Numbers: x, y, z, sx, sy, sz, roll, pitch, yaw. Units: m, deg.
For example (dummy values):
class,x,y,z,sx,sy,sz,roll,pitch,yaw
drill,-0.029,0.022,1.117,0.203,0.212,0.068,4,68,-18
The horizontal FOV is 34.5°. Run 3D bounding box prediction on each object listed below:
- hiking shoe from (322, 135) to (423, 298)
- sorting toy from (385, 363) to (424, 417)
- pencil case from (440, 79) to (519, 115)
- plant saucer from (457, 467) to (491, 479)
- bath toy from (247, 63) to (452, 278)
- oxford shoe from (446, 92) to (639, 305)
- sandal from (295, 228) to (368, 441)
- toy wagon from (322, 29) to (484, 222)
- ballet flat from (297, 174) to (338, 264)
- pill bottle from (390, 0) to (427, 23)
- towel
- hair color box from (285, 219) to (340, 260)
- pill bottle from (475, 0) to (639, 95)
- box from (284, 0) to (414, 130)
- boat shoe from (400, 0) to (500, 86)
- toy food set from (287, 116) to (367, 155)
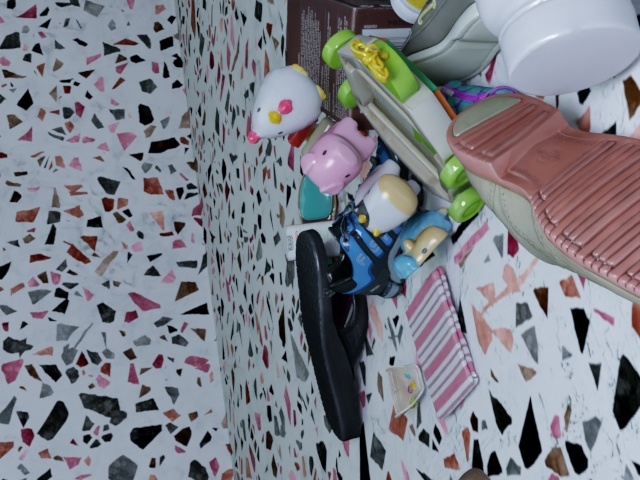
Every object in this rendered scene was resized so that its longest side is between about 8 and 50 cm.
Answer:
class,x,y,z,sx,sy,sz,roll,pitch,yaw
hiking shoe,0.082,-0.033,1.667,0.113,0.132,0.304,-122,32,-58
sorting toy,0.146,0.237,1.679,0.075,0.044,0.083,128,137,-55
pencil case,0.204,-0.173,1.339,0.064,0.070,0.151,-55,21,-2
plant saucer,0.221,0.413,1.479,0.168,0.029,0.168,177,90,-74
bath toy,0.032,-0.103,1.499,0.348,0.129,0.151,44,167,-6
oxford shoe,0.282,-0.027,1.078,0.146,0.140,0.397,60,176,-36
sandal,0.034,0.170,1.963,0.167,0.107,0.446,-132,29,-61
toy wagon,0.110,-0.171,1.358,0.267,0.068,0.344,48,175,23
ballet flat,-0.002,-0.036,2.063,0.073,0.080,0.232,1,-92,-77
pill bottle,0.158,-0.368,1.392,0.184,0.103,0.103,133,131,-67
towel,0.184,0.155,1.556,0.144,0.029,0.197,114,146,-57
hair color box,0.000,0.000,1.983,0.141,0.043,0.072,-5,88,38
pill bottle,0.229,-0.305,1.066,0.160,0.160,0.283,124,139,-64
box,0.053,-0.311,1.703,0.381,0.143,0.191,-135,43,-63
boat shoe,0.179,-0.279,1.344,0.305,0.109,0.091,150,120,-69
toy food set,0.010,-0.207,1.945,0.104,0.111,0.232,-55,17,14
